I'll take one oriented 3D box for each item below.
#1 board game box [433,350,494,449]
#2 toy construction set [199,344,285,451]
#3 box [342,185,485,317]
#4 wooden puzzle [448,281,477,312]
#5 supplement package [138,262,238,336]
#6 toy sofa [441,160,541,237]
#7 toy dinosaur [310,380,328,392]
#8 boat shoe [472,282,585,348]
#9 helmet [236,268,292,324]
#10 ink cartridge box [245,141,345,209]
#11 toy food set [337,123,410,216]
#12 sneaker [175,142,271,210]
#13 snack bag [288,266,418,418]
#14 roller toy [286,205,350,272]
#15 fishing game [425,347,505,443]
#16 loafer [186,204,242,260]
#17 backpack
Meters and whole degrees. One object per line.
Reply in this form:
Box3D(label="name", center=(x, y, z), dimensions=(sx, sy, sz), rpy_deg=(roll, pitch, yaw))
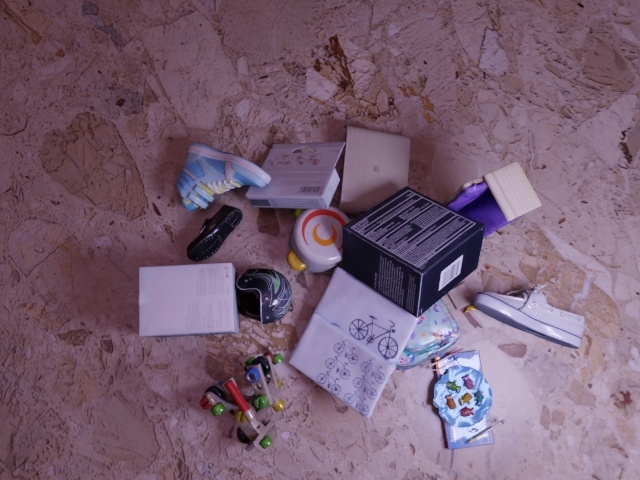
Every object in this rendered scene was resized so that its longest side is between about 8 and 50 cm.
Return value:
Box3D(label="board game box", center=(0.440, 0.489, 1.785), dimensions=(0.145, 0.027, 0.281), rpy_deg=(-5, 79, -6))
Box3D(label="toy construction set", center=(-0.188, 0.477, 1.627), dimensions=(0.258, 0.309, 0.237), rpy_deg=(-34, 87, -1))
Box3D(label="box", center=(0.267, 0.022, 1.692), dimensions=(0.296, 0.182, 0.294), rpy_deg=(-32, 49, -31))
Box3D(label="wooden puzzle", center=(0.453, 0.179, 1.857), dimensions=(0.079, 0.014, 0.116), rpy_deg=(-21, 81, -12))
Box3D(label="supplement package", center=(-0.382, 0.181, 1.713), dimensions=(0.263, 0.198, 0.199), rpy_deg=(-2, 79, -4))
Box3D(label="toy sofa", center=(0.474, -0.086, 1.735), dimensions=(0.177, 0.362, 0.150), rpy_deg=(-24, 81, -14))
Box3D(label="toy dinosaur", center=(0.031, 0.416, 1.764), dimensions=(0.183, 0.053, 0.092), rpy_deg=(30, 77, 3))
Box3D(label="boat shoe", center=(0.661, 0.201, 1.802), dimensions=(0.367, 0.136, 0.156), rpy_deg=(22, 78, -2))
Box3D(label="helmet", center=(-0.164, 0.167, 1.743), dimensions=(0.162, 0.169, 0.169), rpy_deg=(19, 77, 20))
Box3D(label="ink cartridge box", center=(-0.070, -0.207, 1.822), dimensions=(0.275, 0.060, 0.238), rpy_deg=(3, 51, 27))
Box3D(label="toy food set", center=(0.169, -0.221, 1.893), dimensions=(0.220, 0.092, 0.305), rpy_deg=(8, 79, -13))
Box3D(label="sneaker", center=(-0.314, -0.168, 1.802), dimensions=(0.319, 0.127, 0.208), rpy_deg=(20, 81, 29))
Box3D(label="snack bag", center=(0.094, 0.288, 1.693), dimensions=(0.323, 0.037, 0.342), rpy_deg=(30, 93, 31))
Box3D(label="roller toy", center=(0.000, 0.000, 1.798), dimensions=(0.191, 0.146, 0.209), rpy_deg=(11, 70, -9))
Box3D(label="fishing game", center=(0.433, 0.472, 1.755), dimensions=(0.189, 0.041, 0.263), rpy_deg=(-23, 81, -10))
Box3D(label="loafer", center=(-0.341, -0.027, 1.830), dimensions=(0.220, 0.080, 0.078), rpy_deg=(-45, 52, -9))
Box3D(label="backpack", center=(0.270, 0.264, 1.746), dimensions=(0.254, 0.191, 0.225), rpy_deg=(-30, 69, 0))
